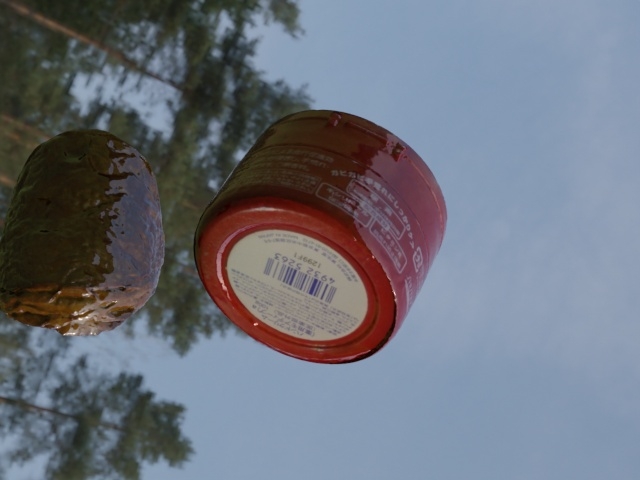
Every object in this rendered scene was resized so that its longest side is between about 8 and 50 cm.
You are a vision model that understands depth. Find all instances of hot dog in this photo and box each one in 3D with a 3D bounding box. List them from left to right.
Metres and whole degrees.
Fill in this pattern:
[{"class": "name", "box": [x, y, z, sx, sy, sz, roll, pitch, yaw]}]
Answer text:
[{"class": "hot dog", "box": [-0.392, -0.002, 1.802, 0.174, 0.267, 0.387, 98, -7, -50]}]

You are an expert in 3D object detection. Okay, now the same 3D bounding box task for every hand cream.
[{"class": "hand cream", "box": [0.000, 0.000, 1.075, 0.230, 0.230, 0.149, -32, -160, 41]}]
